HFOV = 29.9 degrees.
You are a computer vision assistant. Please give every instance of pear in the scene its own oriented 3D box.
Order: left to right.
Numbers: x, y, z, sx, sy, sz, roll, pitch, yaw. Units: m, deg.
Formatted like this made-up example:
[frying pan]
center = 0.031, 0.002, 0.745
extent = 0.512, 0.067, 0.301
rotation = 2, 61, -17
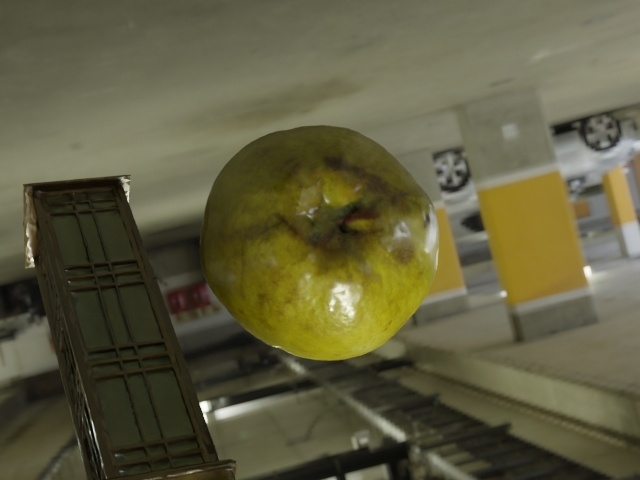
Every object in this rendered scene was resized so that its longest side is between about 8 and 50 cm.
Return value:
[pear]
center = 0.000, 0.000, 0.739
extent = 0.148, 0.149, 0.162
rotation = -14, 176, -3

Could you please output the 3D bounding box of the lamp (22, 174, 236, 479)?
[lamp]
center = -0.147, 0.082, 0.867
extent = 0.090, 0.325, 0.089
rotation = -6, 132, -20
